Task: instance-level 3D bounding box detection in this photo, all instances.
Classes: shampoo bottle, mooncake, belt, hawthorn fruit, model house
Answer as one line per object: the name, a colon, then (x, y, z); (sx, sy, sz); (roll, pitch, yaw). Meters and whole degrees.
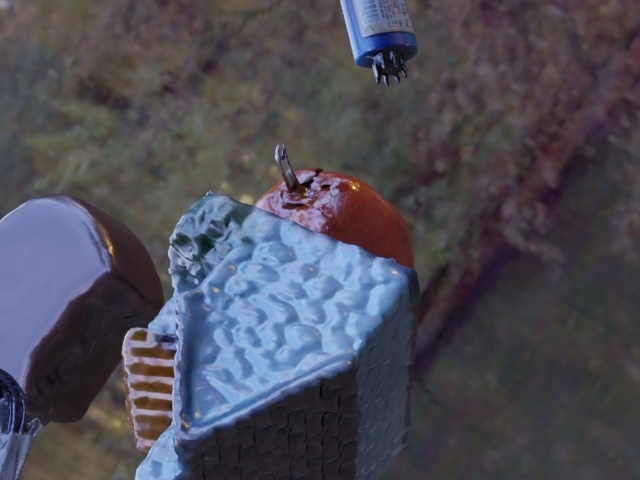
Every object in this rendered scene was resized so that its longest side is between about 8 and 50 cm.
shampoo bottle: (0.078, -0.292, 2.155); (0.050, 0.087, 0.183); (92, 167, -62)
mooncake: (-0.366, 0.101, 2.257); (0.174, 0.334, 0.326); (36, -120, -51)
belt: (-0.445, 0.270, 1.957); (0.126, 0.139, 0.230); (-30, 36, 46)
hawthorn fruit: (0.000, 0.000, 2.025); (0.211, 0.299, 0.211); (-20, 36, 15)
model house: (-0.097, 0.205, 1.723); (0.339, 0.297, 0.360); (-55, -21, -38)
